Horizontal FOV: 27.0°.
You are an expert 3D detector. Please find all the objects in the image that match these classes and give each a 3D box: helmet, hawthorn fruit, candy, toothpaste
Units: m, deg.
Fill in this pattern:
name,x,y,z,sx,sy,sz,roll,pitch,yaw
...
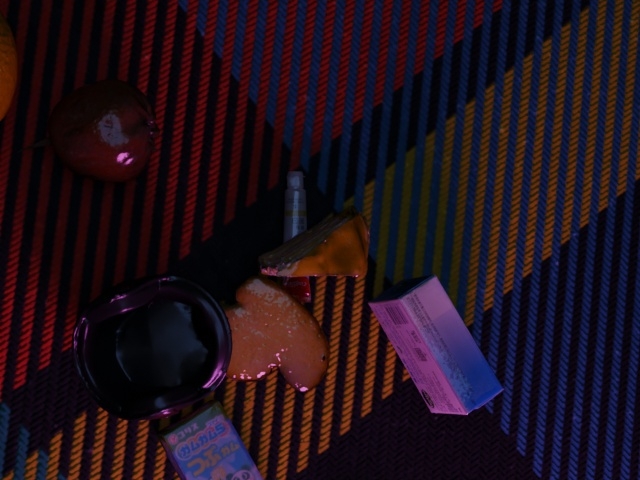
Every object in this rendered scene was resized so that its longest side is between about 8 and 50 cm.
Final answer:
name,x,y,z,sx,sy,sz,roll,pitch,yaw
helmet,-0.224,0.141,1.791,0.216,0.193,0.189,-20,89,1
hawthorn fruit,-0.309,-0.149,1.818,0.189,0.149,0.149,-4,86,-20
candy,-0.141,0.330,1.867,0.097,0.062,0.195,-30,92,-15
toothpaste,-0.037,-0.005,1.941,0.048,0.031,0.191,0,88,-19

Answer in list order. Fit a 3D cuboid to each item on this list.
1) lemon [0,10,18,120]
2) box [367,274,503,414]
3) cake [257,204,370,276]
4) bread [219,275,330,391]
name,x,y,z,sx,sy,sz,roll,pitch,yaw
lemon,-0.491,-0.231,1.754,0.188,0.188,0.257,-6,81,-16
box,0.164,0.152,1.925,0.073,0.139,0.194,-32,94,-16
cake,0.002,0.000,1.905,0.184,0.079,0.116,8,90,-28
bread,-0.077,0.145,1.905,0.149,0.065,0.188,-45,105,-2
